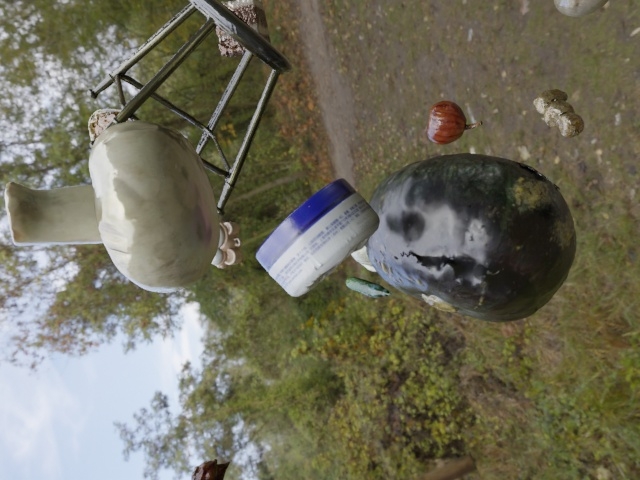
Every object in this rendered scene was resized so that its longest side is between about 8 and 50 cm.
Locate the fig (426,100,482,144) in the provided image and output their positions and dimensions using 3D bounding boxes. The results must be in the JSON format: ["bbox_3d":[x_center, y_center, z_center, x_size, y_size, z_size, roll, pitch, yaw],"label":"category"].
[{"bbox_3d":[0.377,-0.352,1.499,0.128,0.151,0.128,60,-168,-22],"label":"fig"}]

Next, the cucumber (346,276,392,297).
[{"bbox_3d":[0.112,0.114,1.246,0.155,0.037,0.037,13,125,49],"label":"cucumber"}]

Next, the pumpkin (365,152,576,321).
[{"bbox_3d":[0.322,-0.008,1.132,0.454,0.455,0.343,110,179,-79],"label":"pumpkin"}]

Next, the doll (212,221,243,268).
[{"bbox_3d":[-0.360,0.033,1.622,0.119,0.278,0.154,-4,-108,-60],"label":"doll"}]

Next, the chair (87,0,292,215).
[{"bbox_3d":[-0.308,-0.377,1.294,0.362,0.410,0.364,30,-163,-38],"label":"chair"}]

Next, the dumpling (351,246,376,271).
[{"bbox_3d":[0.147,0.026,1.422,0.166,0.216,0.126,76,-154,-45],"label":"dumpling"}]

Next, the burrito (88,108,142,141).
[{"bbox_3d":[-0.579,-0.319,1.502,0.299,0.144,0.105,-142,47,-82],"label":"burrito"}]

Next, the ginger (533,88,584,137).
[{"bbox_3d":[0.748,-0.400,1.602,0.080,0.105,0.204,59,-164,-47],"label":"ginger"}]

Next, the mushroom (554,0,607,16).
[{"bbox_3d":[0.685,-0.771,1.420,0.298,0.290,0.297,-9,-80,-61],"label":"mushroom"}]

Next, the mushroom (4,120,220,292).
[{"bbox_3d":[-0.316,-0.073,0.895,0.356,0.315,0.315,28,-150,-44],"label":"mushroom"}]

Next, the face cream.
[{"bbox_3d":[0.000,0.000,0.872,0.111,0.206,0.206,49,170,7],"label":"face cream"}]

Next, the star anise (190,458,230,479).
[{"bbox_3d":[-0.296,0.619,1.236,0.111,0.212,0.196,46,125,15],"label":"star anise"}]

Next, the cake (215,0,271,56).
[{"bbox_3d":[-0.222,-0.609,1.466,0.134,0.135,0.147,-68,-29,-68],"label":"cake"}]
